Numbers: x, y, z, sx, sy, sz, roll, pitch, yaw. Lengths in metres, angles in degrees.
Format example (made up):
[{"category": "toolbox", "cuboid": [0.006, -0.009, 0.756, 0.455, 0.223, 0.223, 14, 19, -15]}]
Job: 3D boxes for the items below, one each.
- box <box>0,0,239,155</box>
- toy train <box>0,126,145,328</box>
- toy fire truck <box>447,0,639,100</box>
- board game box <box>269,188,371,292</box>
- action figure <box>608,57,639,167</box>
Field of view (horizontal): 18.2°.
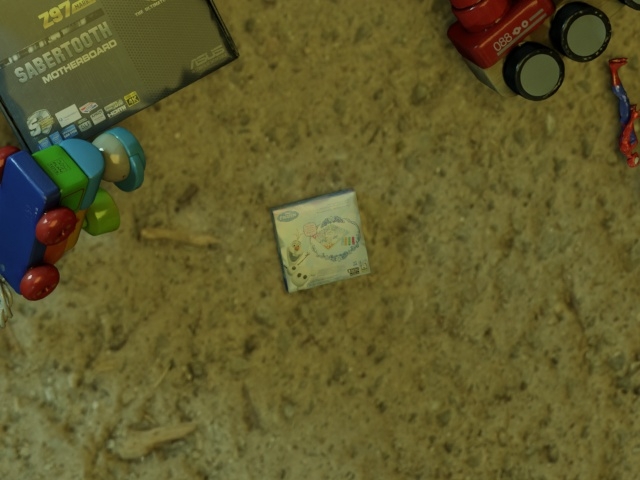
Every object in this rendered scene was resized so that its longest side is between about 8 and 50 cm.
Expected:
[{"category": "box", "cuboid": [-0.222, -0.207, 1.943, 0.232, 0.059, 0.183, -28, 106, -6]}, {"category": "toy train", "cuboid": [-0.260, -0.005, 1.964, 0.143, 0.248, 0.105, -27, 65, -35]}, {"category": "toy fire truck", "cuboid": [0.191, -0.299, 1.990, 0.217, 0.158, 0.246, -40, 118, -2]}, {"category": "board game box", "cuboid": [0.000, 0.000, 2.063, 0.090, 0.020, 0.090, -13, 106, -10]}, {"category": "action figure", "cuboid": [0.322, -0.133, 2.101, 0.030, 0.038, 0.115, -6, 104, 5]}]
